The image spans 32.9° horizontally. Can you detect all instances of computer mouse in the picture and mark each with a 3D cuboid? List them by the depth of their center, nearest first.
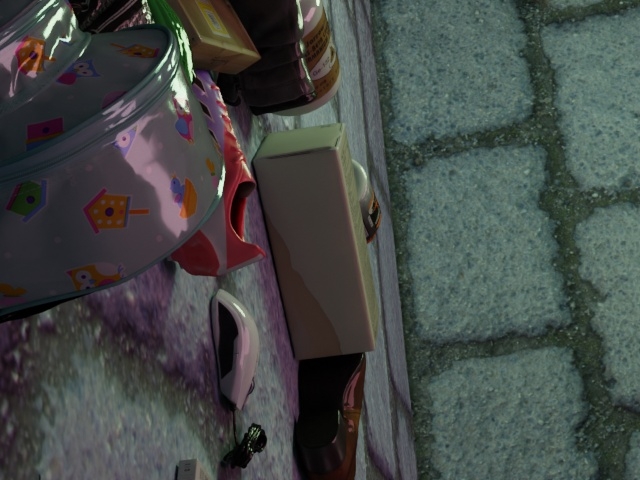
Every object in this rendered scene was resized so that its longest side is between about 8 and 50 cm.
[{"bbox_3d":[-0.084,0.146,1.176,0.106,0.042,0.193,23,60,-78],"label":"computer mouse"}]

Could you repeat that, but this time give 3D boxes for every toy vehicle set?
[{"bbox_3d":[-0.136,-0.243,1.037,0.166,0.035,0.267,60,10,-1],"label":"toy vehicle set"}]

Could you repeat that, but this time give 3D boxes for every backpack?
[{"bbox_3d":[-0.145,-0.041,0.511,0.166,0.188,0.144,-79,159,-61],"label":"backpack"}]

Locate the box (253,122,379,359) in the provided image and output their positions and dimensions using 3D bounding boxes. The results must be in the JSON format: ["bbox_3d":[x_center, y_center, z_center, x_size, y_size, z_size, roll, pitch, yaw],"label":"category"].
[{"bbox_3d":[0.000,0.000,1.572,0.148,0.121,0.311,-73,153,-69],"label":"box"}]

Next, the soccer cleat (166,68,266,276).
[{"bbox_3d":[-0.109,-0.086,1.062,0.083,0.095,0.248,49,34,-73],"label":"soccer cleat"}]

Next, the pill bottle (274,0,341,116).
[{"bbox_3d":[-0.055,-0.287,1.454,0.229,0.131,0.131,69,15,-52],"label":"pill bottle"}]

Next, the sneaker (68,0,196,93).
[{"bbox_3d":[-0.178,-0.177,0.696,0.146,0.134,0.344,45,29,-64],"label":"sneaker"}]

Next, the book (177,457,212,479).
[{"bbox_3d":[-0.106,0.281,0.964,0.144,0.035,0.096,-89,164,-45],"label":"book"}]

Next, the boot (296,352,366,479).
[{"bbox_3d":[0.041,0.313,1.639,0.264,0.096,0.280,-87,166,-52],"label":"boot"}]

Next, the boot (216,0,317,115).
[{"bbox_3d":[-0.036,-0.249,1.180,0.338,0.118,0.223,21,-53,64],"label":"boot"}]

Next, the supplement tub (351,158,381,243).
[{"bbox_3d":[0.042,-0.060,1.902,0.190,0.117,0.117,61,23,-66],"label":"supplement tub"}]
